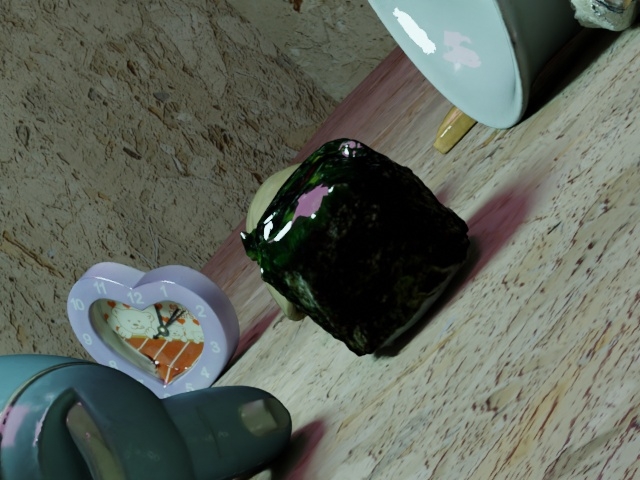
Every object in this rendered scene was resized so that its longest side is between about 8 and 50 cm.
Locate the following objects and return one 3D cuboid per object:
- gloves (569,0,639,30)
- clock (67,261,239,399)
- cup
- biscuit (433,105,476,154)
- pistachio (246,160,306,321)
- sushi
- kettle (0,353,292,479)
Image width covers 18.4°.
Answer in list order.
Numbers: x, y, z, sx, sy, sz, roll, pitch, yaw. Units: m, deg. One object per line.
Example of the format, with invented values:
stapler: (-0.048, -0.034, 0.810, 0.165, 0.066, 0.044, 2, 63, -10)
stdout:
gloves: (0.236, -0.213, 1.513, 0.114, 0.070, 0.153, -43, -9, 4)
clock: (-0.169, 0.097, 2.142, 0.198, 0.172, 0.064, 2, 34, 30)
cup: (0.132, -0.281, 1.679, 0.163, 0.347, 0.347, -32, 2, -10)
biscuit: (0.190, -0.181, 1.968, 0.250, 0.035, 0.162, -51, 1, -18)
pistachio: (0.000, 0.000, 1.680, 0.136, 0.136, 0.226, -47, 12, 12)
sushi: (0.024, -0.001, 1.387, 0.124, 0.127, 0.225, -48, 3, 3)
kettle: (-0.184, 0.180, 1.354, 0.319, 0.247, 0.342, -17, -10, -42)
